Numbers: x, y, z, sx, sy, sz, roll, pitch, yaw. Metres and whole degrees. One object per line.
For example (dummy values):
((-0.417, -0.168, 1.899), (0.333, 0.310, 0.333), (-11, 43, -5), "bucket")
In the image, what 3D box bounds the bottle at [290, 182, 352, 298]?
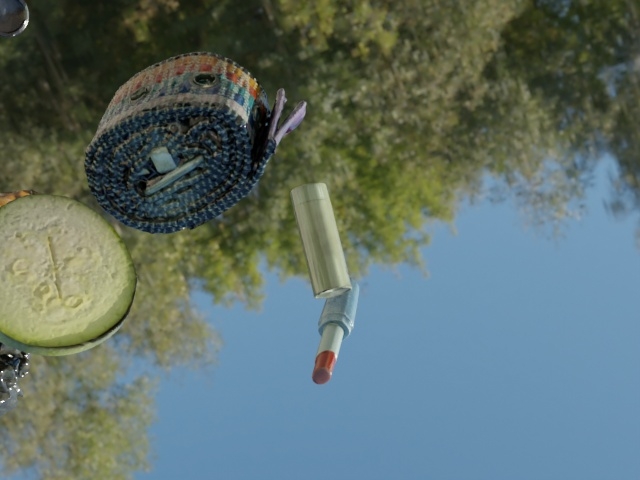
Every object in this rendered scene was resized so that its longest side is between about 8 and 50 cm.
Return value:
((0.000, 0.000, 1.979), (0.072, 0.202, 0.072), (-13, 166, -3), "bottle")

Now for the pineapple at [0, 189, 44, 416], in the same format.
((-0.481, 0.108, 1.568), (0.222, 0.358, 0.223), (0, 180, 0), "pineapple")

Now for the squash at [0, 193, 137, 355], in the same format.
((-0.347, 0.047, 1.409), (0.219, 0.219, 0.041), (-38, 175, -34), "squash")

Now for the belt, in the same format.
((-0.187, -0.147, 1.531), (0.295, 0.207, 0.161), (-31, -153, 32), "belt")

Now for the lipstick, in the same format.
((0.026, 0.175, 2.120), (0.068, 0.061, 0.274), (-21, -152, 25), "lipstick")

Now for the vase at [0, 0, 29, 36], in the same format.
((-0.426, -0.294, 1.412), (0.059, 0.059, 0.167), (-32, -154, -22), "vase")
